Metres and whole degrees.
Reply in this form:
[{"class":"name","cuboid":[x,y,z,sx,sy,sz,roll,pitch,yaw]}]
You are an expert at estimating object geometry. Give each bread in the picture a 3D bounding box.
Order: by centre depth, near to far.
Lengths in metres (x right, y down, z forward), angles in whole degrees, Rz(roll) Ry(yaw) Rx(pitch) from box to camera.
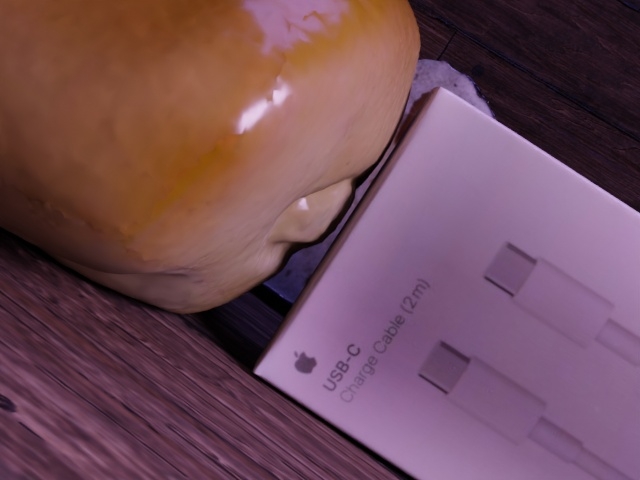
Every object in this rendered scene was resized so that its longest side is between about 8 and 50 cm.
[{"class":"bread","cuboid":[-0.133,-0.132,0.612,0.376,0.253,0.348,36,2,10]}]

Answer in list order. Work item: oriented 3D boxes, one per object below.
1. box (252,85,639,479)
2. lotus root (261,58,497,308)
[{"class":"box","cuboid":[0.119,0.058,0.625,0.252,0.203,0.106,34,6,2]},{"class":"lotus root","cuboid":[0.053,-0.026,0.915,0.272,0.272,0.192,35,-4,20]}]
